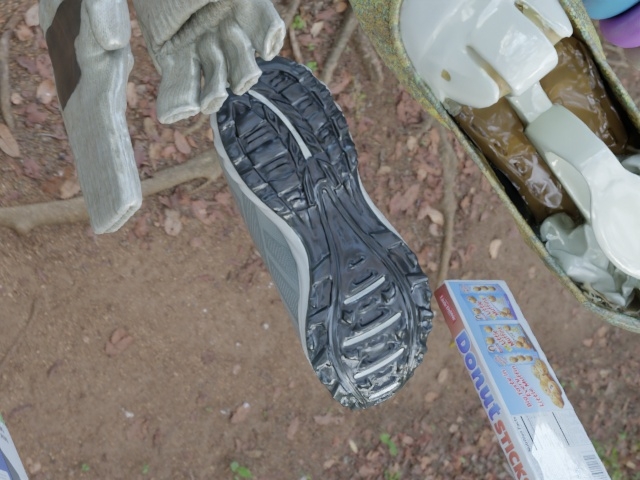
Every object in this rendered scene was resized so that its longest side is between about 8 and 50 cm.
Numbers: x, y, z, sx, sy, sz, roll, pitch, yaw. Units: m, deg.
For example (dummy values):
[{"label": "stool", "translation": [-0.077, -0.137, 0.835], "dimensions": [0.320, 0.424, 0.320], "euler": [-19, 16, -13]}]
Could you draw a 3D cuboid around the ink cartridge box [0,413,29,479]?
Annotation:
[{"label": "ink cartridge box", "translation": [-0.189, 0.126, 0.273], "dimensions": [0.093, 0.212, 0.154], "euler": [-31, 148, -15]}]

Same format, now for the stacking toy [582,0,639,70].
[{"label": "stacking toy", "translation": [0.199, -0.283, 0.517], "dimensions": [0.330, 0.141, 0.141], "euler": [33, 82, -12]}]

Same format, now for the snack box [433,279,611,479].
[{"label": "snack box", "translation": [0.146, 0.105, 0.483], "dimensions": [0.064, 0.178, 0.022], "euler": [1, 139, -25]}]

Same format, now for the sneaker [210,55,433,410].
[{"label": "sneaker", "translation": [0.000, 0.000, 0.476], "dimensions": [0.100, 0.108, 0.272], "euler": [-26, 105, -13]}]

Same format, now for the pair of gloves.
[{"label": "pair of gloves", "translation": [-0.116, -0.135, 0.398], "dimensions": [0.042, 0.240, 0.204], "euler": [-8, 70, -40]}]

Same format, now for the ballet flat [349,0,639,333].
[{"label": "ballet flat", "translation": [0.135, -0.080, 0.398], "dimensions": [0.123, 0.123, 0.349], "euler": [-42, 102, -19]}]
